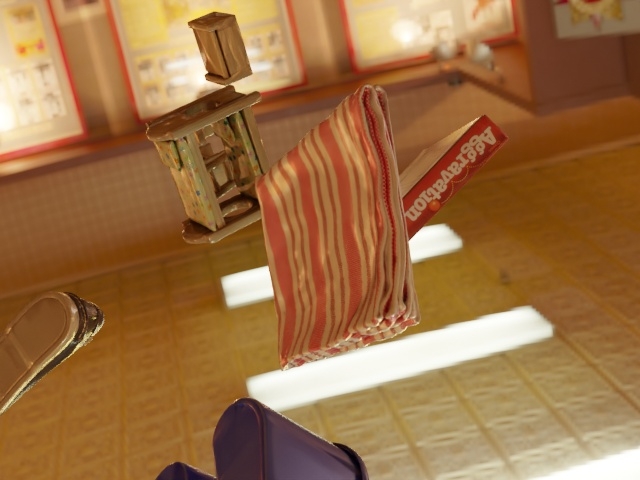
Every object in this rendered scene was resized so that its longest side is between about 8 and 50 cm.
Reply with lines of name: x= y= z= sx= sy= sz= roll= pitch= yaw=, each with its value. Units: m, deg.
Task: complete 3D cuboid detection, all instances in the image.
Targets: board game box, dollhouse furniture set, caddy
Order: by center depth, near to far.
board game box: x=0.060 y=-0.024 z=0.875 sx=0.145 sy=0.027 sz=0.281 roll=-45 pitch=-178 yaw=-2
dollhouse furniture set: x=-0.131 y=-0.110 z=1.034 sx=0.101 sy=0.182 sz=0.161 roll=-28 pitch=-153 yaw=-24
caddy: x=-0.057 y=0.319 z=1.085 sx=0.241 sy=0.179 sz=0.341 roll=-44 pitch=-157 yaw=19

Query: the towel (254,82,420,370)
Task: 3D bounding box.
towel: x=0.000 y=0.000 z=0.710 sx=0.029 sy=0.144 sz=0.197 roll=-2 pitch=167 yaw=-24

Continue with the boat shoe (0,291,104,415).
boat shoe: x=-0.281 y=0.118 z=1.031 sx=0.206 sy=0.075 sz=0.065 roll=-37 pitch=161 yaw=21
